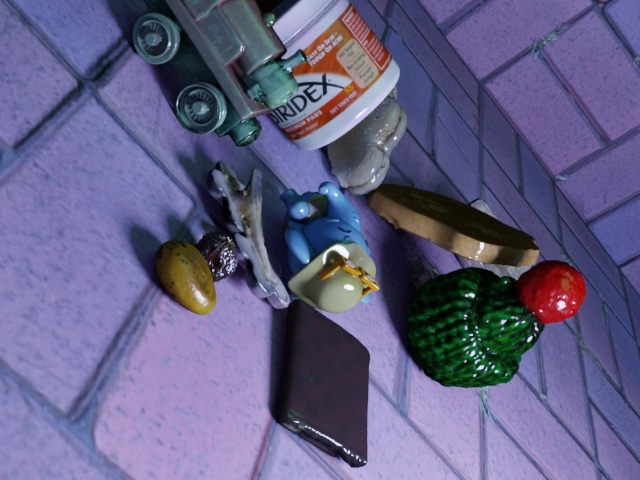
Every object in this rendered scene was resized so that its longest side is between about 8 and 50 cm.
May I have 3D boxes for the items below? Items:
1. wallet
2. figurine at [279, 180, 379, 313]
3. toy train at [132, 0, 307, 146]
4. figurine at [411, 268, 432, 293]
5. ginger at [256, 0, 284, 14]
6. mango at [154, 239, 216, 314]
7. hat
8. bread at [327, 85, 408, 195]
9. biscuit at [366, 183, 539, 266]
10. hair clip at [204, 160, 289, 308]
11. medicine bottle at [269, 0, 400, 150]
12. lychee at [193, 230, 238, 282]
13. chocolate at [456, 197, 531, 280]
[{"bbox_3d":[0.009,0.218,1.319,0.182,0.049,0.229,39,34,-27],"label":"wallet"},{"bbox_3d":[-0.002,0.003,1.411,0.180,0.154,0.262,75,-10,-56],"label":"figurine"},{"bbox_3d":[-0.157,-0.314,1.412,0.304,0.221,0.150,57,24,-3],"label":"toy train"},{"bbox_3d":[0.214,0.105,1.806,0.083,0.047,0.050,59,40,-13],"label":"figurine"},{"bbox_3d":[-0.051,-0.531,1.899,0.321,0.172,0.165,43,67,-29],"label":"ginger"},{"bbox_3d":[-0.180,0.051,1.170,0.114,0.057,0.079,59,21,-16],"label":"mango"},{"bbox_3d":[0.348,0.150,1.643,0.274,0.332,0.242,-15,84,-61],"label":"hat"},{"bbox_3d":[0.085,-0.257,1.814,0.102,0.183,0.337,28,35,-41],"label":"bread"},{"bbox_3d":[0.278,-0.029,1.833,0.365,0.062,0.385,28,15,31],"label":"biscuit"},{"bbox_3d":[-0.108,-0.016,1.352,0.146,0.075,0.257,35,38,-67],"label":"hair clip"},{"bbox_3d":[-0.013,-0.333,1.645,0.241,0.252,0.252,49,28,-16],"label":"medicine bottle"},{"bbox_3d":[-0.151,0.023,1.231,0.083,0.067,0.068,-110,-159,-61],"label":"lychee"},{"bbox_3d":[0.416,0.056,2.136,0.303,0.100,0.185,53,37,-3],"label":"chocolate"}]
